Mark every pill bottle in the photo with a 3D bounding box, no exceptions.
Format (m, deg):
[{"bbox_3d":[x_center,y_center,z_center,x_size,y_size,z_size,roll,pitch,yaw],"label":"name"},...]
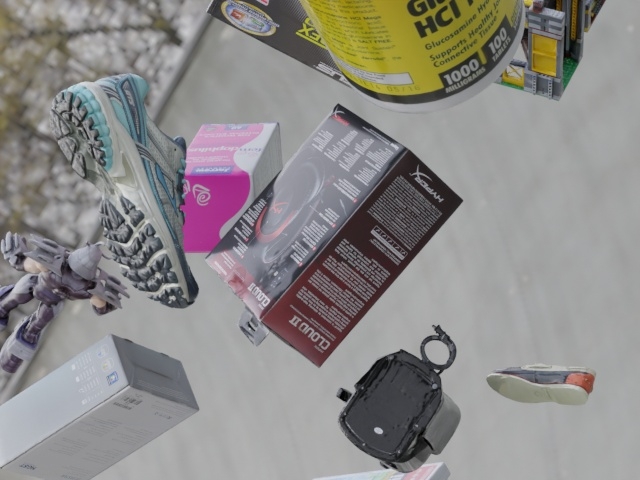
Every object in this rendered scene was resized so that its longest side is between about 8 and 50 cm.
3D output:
[{"bbox_3d":[0.053,-0.269,1.323,0.188,0.188,0.334,-59,-31,-14],"label":"pill bottle"}]

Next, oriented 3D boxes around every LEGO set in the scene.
[{"bbox_3d":[0.292,-0.369,2.171,0.331,0.255,0.192,-50,-28,-27],"label":"LEGO set"}]

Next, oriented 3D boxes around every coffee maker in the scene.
[{"bbox_3d":[0.118,0.207,1.915,0.171,0.120,0.178,-33,-18,4],"label":"coffee maker"}]

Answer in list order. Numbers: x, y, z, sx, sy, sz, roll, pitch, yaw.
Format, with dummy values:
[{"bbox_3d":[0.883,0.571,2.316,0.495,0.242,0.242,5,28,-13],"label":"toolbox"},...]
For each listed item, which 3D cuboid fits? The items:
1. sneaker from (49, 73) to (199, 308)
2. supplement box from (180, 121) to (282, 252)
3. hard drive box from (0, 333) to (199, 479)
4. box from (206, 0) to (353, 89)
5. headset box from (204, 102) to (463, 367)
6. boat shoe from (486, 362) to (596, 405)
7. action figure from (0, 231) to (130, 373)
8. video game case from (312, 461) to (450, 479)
[{"bbox_3d":[-0.189,-0.060,1.742,0.122,0.283,0.110,-31,15,-35],"label":"sneaker"},{"bbox_3d":[-0.120,-0.073,2.039,0.220,0.111,0.114,-74,-18,-66],"label":"supplement box"},{"bbox_3d":[-0.318,0.242,2.146,0.232,0.089,0.181,-33,-29,15],"label":"hard drive box"},{"bbox_3d":[0.000,-0.303,2.039,0.060,0.270,0.216,-66,10,-20],"label":"box"},{"bbox_3d":[0.000,0.000,1.848,0.293,0.110,0.218,-50,29,0],"label":"headset box"},{"bbox_3d":[0.271,0.171,1.883,0.137,0.049,0.043,2,48,33],"label":"boat shoe"},{"bbox_3d":[-0.383,0.069,2.131,0.285,0.185,0.099,-36,23,38],"label":"action figure"},{"bbox_3d":[0.031,0.399,2.205,0.285,0.025,0.204,-17,18,47],"label":"video game case"}]
